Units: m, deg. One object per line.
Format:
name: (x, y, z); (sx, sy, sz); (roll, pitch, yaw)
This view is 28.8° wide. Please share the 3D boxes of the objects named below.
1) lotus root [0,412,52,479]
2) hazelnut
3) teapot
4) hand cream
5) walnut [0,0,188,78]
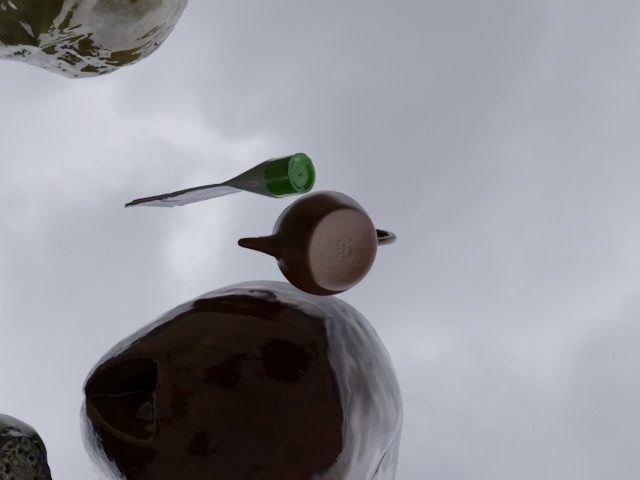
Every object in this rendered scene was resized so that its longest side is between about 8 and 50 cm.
lotus root: (-0.414, 0.294, 1.378); (0.309, 0.173, 0.173); (-35, -134, 37)
hazelnut: (-0.078, 0.228, 1.525); (0.402, 0.429, 0.402); (-6, -110, 16)
teapot: (0.000, 0.000, 1.313); (0.116, 0.173, 0.116); (16, -72, 59)
hand cream: (-0.121, -0.062, 1.535); (0.275, 0.079, 0.050); (-8, -121, 42)
walnut: (-0.214, -0.280, 1.076); (0.283, 0.227, 0.283); (-29, -132, 37)
